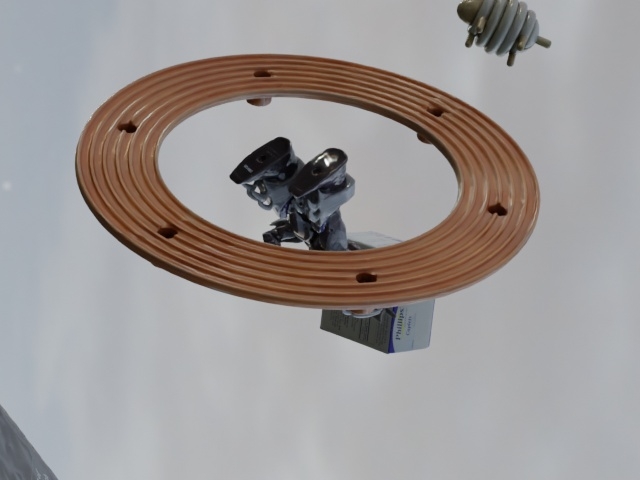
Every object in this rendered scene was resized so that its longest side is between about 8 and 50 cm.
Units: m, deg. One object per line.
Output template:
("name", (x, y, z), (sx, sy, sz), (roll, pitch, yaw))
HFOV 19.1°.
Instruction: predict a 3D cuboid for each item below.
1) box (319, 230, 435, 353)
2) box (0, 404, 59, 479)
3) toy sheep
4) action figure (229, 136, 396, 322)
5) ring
("box", (0.073, 0.062, 2.352), (0.137, 0.072, 0.126), (18, -74, 49))
("box", (-0.457, 0.430, 1.928), (0.472, 0.480, 0.297), (57, 9, -24))
("toy sheep", (0.236, -0.275, 2.451), (0.091, 0.132, 0.091), (-61, -171, 17))
("action figure", (0.000, 0.000, 2.169), (0.185, 0.099, 0.285), (29, -23, 35))
("ring", (-0.009, -0.043, 1.375), (0.336, 0.336, 0.032), (-119, -150, -50))
